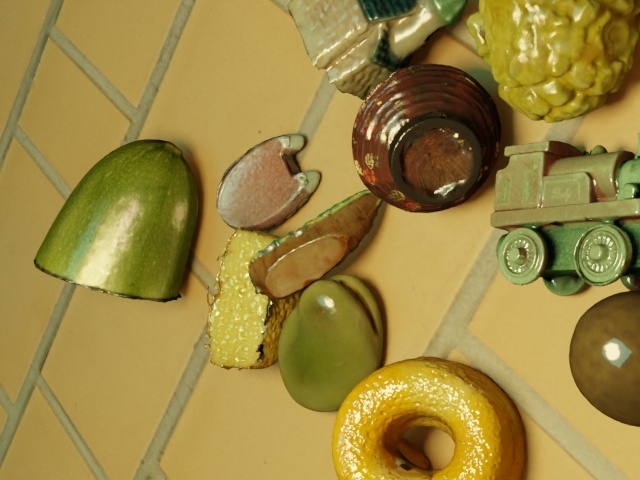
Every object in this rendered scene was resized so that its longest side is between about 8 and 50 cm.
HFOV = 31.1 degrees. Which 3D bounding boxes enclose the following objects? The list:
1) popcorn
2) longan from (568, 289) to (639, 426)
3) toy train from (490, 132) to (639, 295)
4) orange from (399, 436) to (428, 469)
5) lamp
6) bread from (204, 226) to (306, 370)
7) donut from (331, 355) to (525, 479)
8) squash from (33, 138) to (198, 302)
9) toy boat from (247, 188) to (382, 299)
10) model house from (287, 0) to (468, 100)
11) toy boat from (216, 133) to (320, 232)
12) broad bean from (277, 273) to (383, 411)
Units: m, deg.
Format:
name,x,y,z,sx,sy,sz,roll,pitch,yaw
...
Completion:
name,x,y,z,sx,sy,sz,roll,pitch,yaw
popcorn,0.334,-0.310,1.638,0.258,0.224,0.270,-48,60,41
longan,0.437,0.157,1.536,0.205,0.159,0.184,-9,98,8
toy train,0.379,-0.036,1.622,0.304,0.150,0.221,-3,78,48
orange,0.108,0.387,1.877,0.155,0.134,0.154,38,133,56
lamp,0.165,-0.160,1.801,0.247,0.247,0.246,-6,82,46
bread,-0.109,0.114,2.115,0.160,0.147,0.260,1,80,38
donut,0.155,0.309,1.747,0.303,0.110,0.302,-5,73,15
squash,-0.394,-0.062,2.319,0.310,0.310,0.308,22,100,45
toy boat,0.004,0.002,1.964,0.293,0.108,0.099,-37,24,4
model house,0.107,-0.420,1.883,0.284,0.243,0.298,-35,65,29
toy boat,-0.097,-0.101,2.180,0.227,0.085,0.155,-34,71,26
broad bean,0.019,0.181,1.994,0.189,0.121,0.263,33,126,18
